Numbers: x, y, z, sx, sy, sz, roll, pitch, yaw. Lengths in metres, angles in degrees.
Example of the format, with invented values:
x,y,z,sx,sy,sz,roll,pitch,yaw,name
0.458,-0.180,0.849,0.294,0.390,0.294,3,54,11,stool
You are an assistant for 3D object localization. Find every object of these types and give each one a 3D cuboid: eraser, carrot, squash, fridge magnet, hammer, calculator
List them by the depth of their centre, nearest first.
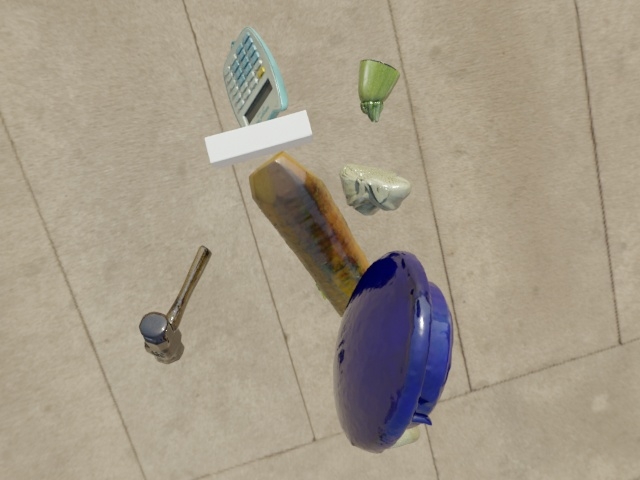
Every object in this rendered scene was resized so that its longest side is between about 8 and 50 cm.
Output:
x,y,z,sx,sy,sz,roll,pitch,yaw,name
0.088,0.143,0.700,0.112,0.265,0.265,13,99,-14,fridge magnet
-0.004,-0.010,0.885,0.114,0.114,0.302,-35,109,0,carrot
0.124,-0.351,1.258,0.105,0.105,0.132,17,93,-11,squash
-0.173,-0.287,1.497,0.298,0.076,0.078,-16,84,1,eraser
-0.441,0.187,1.698,0.095,0.242,0.409,17,58,6,hammer
-0.224,-0.516,1.726,0.054,0.256,0.386,-7,63,-41,calculator

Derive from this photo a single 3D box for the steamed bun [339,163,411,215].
x,y,z,sx,sy,sz,roll,pitch,yaw,name
0.166,-0.149,1.674,0.218,0.211,0.144,4,113,-16,steamed bun

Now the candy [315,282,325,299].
x,y,z,sx,sy,sz,roll,pitch,yaw,name
0.019,0.112,1.865,0.032,0.102,0.178,-1,63,25,candy

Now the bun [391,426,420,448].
x,y,z,sx,sy,sz,roll,pitch,yaw,name
0.213,0.560,1.587,0.166,0.173,0.113,-10,80,-5,bun
